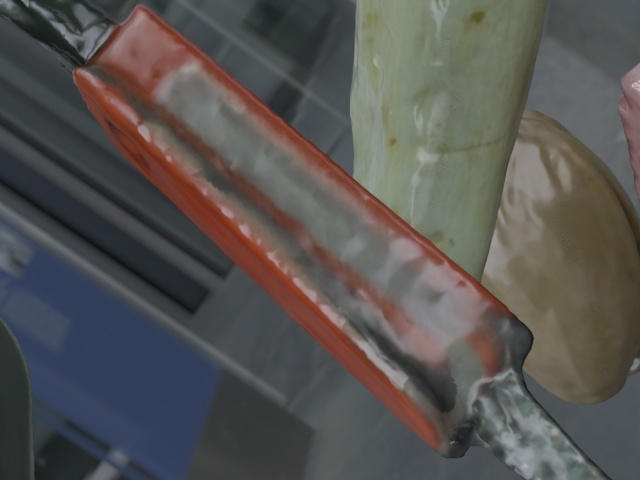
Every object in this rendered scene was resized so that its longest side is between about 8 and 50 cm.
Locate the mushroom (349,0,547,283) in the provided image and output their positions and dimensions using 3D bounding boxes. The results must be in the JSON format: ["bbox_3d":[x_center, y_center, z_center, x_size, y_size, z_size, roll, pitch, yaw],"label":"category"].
[{"bbox_3d":[0.061,-0.097,0.827,0.107,0.087,0.333,-128,39,-48],"label":"mushroom"}]

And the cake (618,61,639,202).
[{"bbox_3d":[0.346,-0.026,0.825,0.314,0.307,0.293,-43,-30,-12],"label":"cake"}]

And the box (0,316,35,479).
[{"bbox_3d":[-0.288,0.142,0.744,0.111,0.396,0.397,-29,51,26],"label":"box"}]

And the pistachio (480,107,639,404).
[{"bbox_3d":[0.156,0.007,1.155,0.135,0.226,0.136,-28,10,6],"label":"pistachio"}]

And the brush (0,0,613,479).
[{"bbox_3d":[0.001,0.000,0.585,0.051,0.323,0.070,-42,-23,-10],"label":"brush"}]
